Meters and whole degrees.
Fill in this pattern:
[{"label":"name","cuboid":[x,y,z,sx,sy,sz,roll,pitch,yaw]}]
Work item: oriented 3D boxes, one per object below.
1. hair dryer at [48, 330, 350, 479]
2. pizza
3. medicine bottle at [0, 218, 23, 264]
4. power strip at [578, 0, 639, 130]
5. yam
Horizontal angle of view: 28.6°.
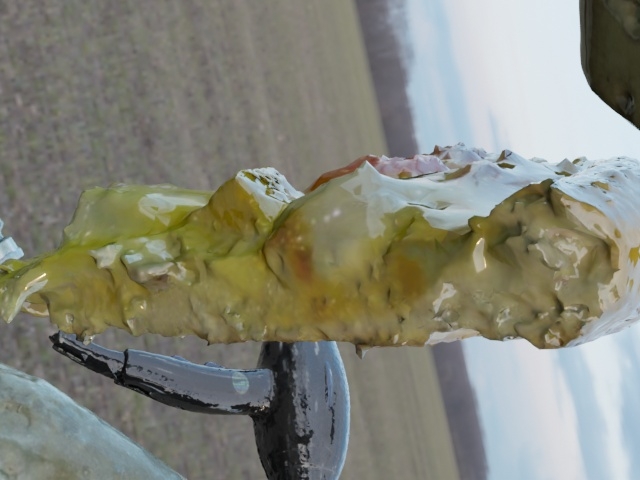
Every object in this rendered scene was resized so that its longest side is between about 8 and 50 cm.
[{"label":"hair dryer","cuboid":[-0.079,0.073,0.854,0.075,0.219,0.195,-39,-135,45]},{"label":"pizza","cuboid":[0.000,0.000,0.490,0.280,0.288,0.075,-19,105,-84]},{"label":"medicine bottle","cuboid":[-0.327,-0.056,1.079,0.191,0.051,0.051,59,8,-11]},{"label":"power strip","cuboid":[0.154,-0.018,0.261,0.387,0.066,0.092,-127,-153,-53]},{"label":"yam","cuboid":[-0.108,0.191,0.739,0.330,0.133,0.133,43,16,-16]}]
